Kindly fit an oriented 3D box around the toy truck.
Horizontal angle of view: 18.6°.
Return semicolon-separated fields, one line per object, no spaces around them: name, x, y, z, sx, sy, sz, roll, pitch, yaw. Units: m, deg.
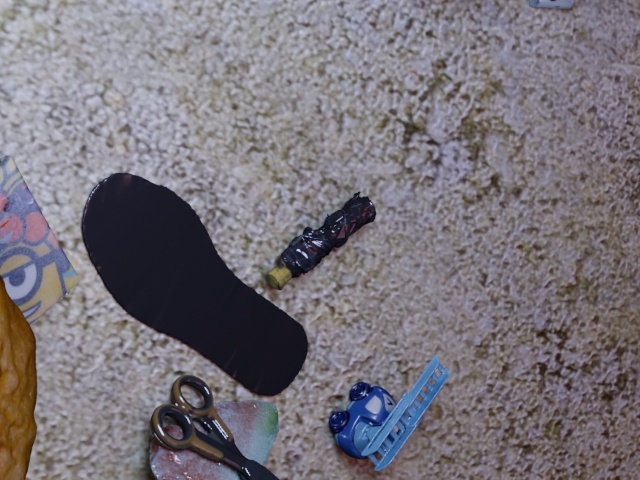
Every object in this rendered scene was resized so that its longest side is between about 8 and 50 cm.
toy truck;0.073;0.176;2.083;0.136;0.074;0.063;-55;132;-16

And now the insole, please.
insole;-0.120;0.049;1.907;0.348;0.009;0.119;43;76;-42

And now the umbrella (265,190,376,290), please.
umbrella;0.000;0.000;1.980;0.144;0.037;0.040;-39;99;-28

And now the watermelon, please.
watermelon;-0.109;0.214;1.935;0.180;0.081;0.094;-29;107;-52

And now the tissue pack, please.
tissue pack;-0.291;0.008;1.698;0.108;0.060;0.148;-43;127;-26

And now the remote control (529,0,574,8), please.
remote control;0.266;-0.334;2.122;0.065;0.029;0.166;-4;107;-43

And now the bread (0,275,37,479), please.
bread;-0.351;0.134;1.564;0.312;0.172;0.312;-12;104;-63

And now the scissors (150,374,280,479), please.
scissors;-0.072;0.224;1.913;0.220;0.017;0.088;42;43;-9
